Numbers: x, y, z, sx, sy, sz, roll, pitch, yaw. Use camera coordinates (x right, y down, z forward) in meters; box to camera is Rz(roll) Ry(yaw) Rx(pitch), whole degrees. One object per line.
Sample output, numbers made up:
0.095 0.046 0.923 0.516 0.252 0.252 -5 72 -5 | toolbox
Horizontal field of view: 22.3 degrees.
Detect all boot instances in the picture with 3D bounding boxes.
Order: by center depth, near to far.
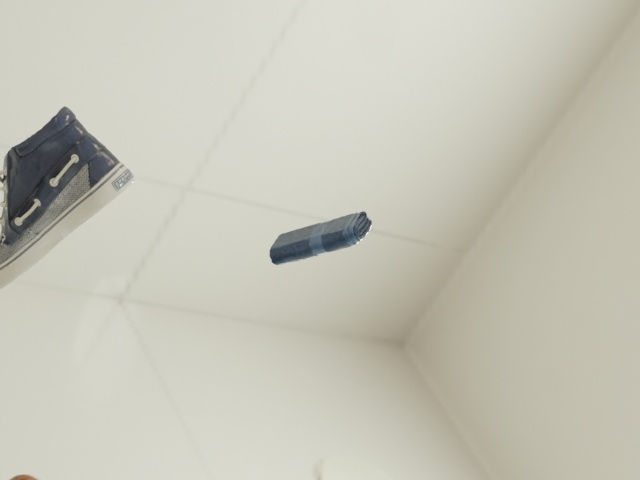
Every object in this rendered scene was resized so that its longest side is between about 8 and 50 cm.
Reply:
-0.243 -0.033 1.365 0.190 0.069 0.086 -37 -82 28 | boot

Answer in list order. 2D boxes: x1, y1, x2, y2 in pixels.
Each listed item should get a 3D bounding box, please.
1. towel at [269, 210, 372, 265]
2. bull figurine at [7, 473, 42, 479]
0.000 0.000 1.944 0.119 0.067 0.029 -15 -73 22 | towel
-0.272 0.373 1.800 0.188 0.310 0.101 -15 -150 44 | bull figurine
